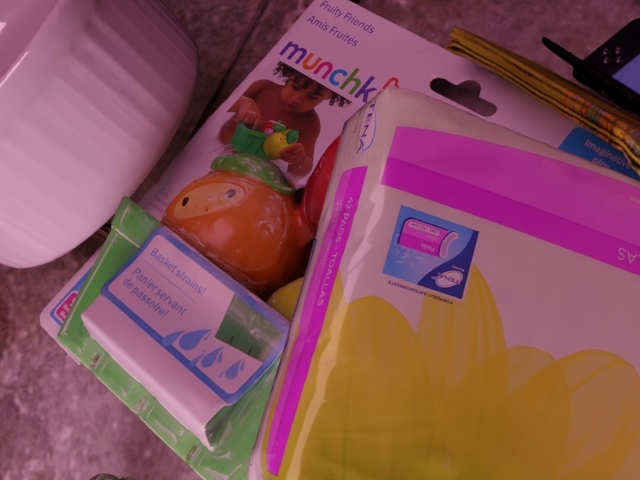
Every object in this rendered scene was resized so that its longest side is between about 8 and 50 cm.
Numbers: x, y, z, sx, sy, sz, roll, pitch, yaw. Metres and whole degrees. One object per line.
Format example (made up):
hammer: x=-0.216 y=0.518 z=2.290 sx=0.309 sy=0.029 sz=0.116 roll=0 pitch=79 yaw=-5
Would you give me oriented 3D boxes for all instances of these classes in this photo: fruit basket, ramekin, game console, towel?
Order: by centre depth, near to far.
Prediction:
towel: x=0.169 y=-0.079 z=0.624 sx=0.021 sy=0.102 sz=0.237 roll=-63 pitch=30 yaw=16
game console: x=0.225 y=-0.111 z=0.658 sx=0.107 sy=0.071 sz=0.122 roll=-38 pitch=58 yaw=-13
fruit basket: x=0.000 y=0.000 z=0.690 sx=0.327 sy=0.165 sz=0.353 roll=36 pitch=85 yaw=32
ramekin: x=-0.227 y=-0.111 z=0.806 sx=0.277 sy=0.135 sz=0.277 roll=-32 pitch=35 yaw=26

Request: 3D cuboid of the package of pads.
package of pads: x=0.127 y=0.077 z=0.545 sx=0.296 sy=0.101 sz=0.229 roll=19 pitch=77 yaw=-11

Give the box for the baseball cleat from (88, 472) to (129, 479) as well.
baseball cleat: x=-0.169 y=0.278 z=0.718 sx=0.109 sy=0.072 sz=0.206 roll=-28 pitch=57 yaw=22

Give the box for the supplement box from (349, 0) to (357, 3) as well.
supplement box: x=-0.009 y=-0.302 z=0.854 sx=0.104 sy=0.081 sz=0.188 roll=-46 pitch=59 yaw=4
